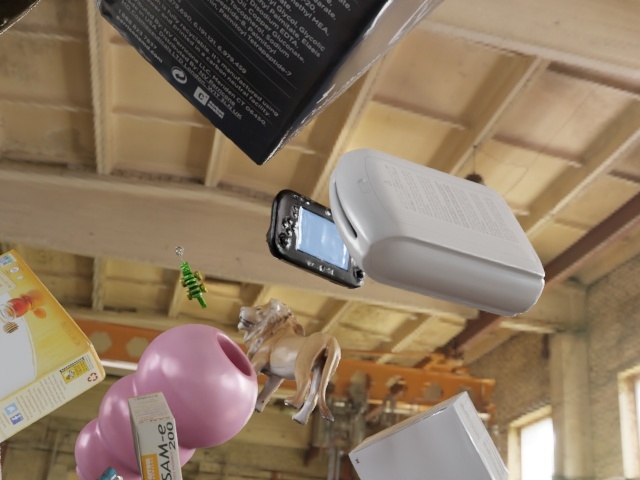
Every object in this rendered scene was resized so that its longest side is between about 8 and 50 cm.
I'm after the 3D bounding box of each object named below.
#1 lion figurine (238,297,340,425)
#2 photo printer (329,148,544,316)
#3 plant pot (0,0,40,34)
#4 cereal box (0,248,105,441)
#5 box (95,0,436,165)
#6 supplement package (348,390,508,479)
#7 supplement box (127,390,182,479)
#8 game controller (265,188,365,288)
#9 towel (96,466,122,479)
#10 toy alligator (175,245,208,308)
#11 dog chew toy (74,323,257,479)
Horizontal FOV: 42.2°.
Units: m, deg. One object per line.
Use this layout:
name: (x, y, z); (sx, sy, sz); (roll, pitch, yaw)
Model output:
lion figurine: (-0.053, 0.244, 1.730); (0.392, 0.240, 0.142); (5, -34, 49)
photo printer: (0.160, -0.019, 1.255); (0.308, 0.256, 0.107); (15, -58, -22)
plant pot: (-0.409, -0.374, 0.807); (0.280, 0.323, 0.323); (44, -33, -4)
cereal box: (-0.317, 0.114, 0.657); (0.173, 0.240, 0.047); (35, -34, 41)
box: (0.054, -0.409, 0.918); (0.297, 0.480, 0.472); (44, -33, 0)
supplement package: (0.233, 0.480, 1.776); (0.262, 0.204, 0.145); (-30, -9, 19)
supplement box: (-0.158, 0.187, 0.787); (0.036, 0.062, 0.098); (-8, 8, -17)
game controller: (0.000, 0.000, 1.907); (0.067, 0.166, 0.319); (-2, -19, 43)
towel: (-0.362, 0.518, 1.089); (0.040, 0.370, 0.271); (17, -52, 18)
toy alligator: (-0.359, 0.098, 2.266); (0.056, 0.189, 0.051); (-25, -7, 0)
dog chew toy: (-0.267, 0.289, 1.369); (0.332, 0.206, 0.206); (-39, -36, 5)
